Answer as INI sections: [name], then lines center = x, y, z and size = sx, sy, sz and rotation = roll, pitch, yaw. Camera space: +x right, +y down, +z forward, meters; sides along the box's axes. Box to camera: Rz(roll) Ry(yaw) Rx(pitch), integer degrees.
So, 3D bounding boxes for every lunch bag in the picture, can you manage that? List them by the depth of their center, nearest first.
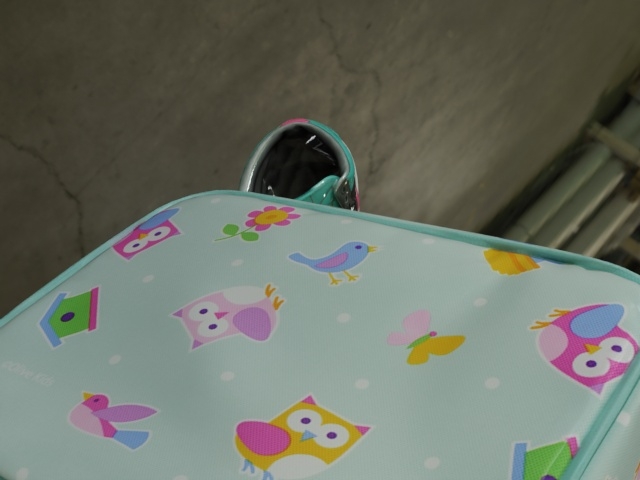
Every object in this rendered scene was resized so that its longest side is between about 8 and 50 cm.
[lunch bag]
center = -0.005, 0.077, 0.395
size = 0.224, 0.279, 0.108
rotation = -42, 133, -38

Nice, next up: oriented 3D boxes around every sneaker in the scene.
[sneaker]
center = 0.000, 0.000, 0.997
size = 0.123, 0.296, 0.178
rotation = -17, 164, 13
